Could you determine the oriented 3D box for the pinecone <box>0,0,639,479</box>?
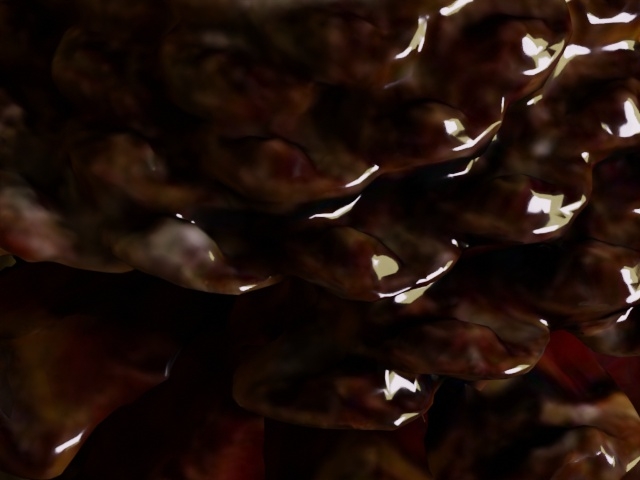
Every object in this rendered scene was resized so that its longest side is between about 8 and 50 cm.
[{"bbox_3d":[0.003,-0.001,0.484,0.292,0.246,0.246,100,-1,-51],"label":"pinecone"}]
